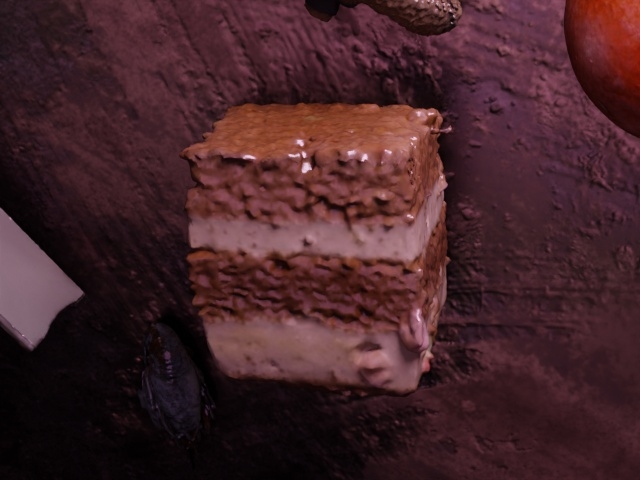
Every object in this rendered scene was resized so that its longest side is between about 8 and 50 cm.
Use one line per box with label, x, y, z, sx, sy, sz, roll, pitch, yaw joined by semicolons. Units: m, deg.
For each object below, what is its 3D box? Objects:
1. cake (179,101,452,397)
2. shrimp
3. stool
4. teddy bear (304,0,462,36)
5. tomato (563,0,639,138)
cake;0.000;0.000;1.334;0.282;0.256;0.290;3;109;13
shrimp;-0.188;0.211;1.567;0.090;0.079;0.233;-20;117;-20
stool;-0.493;0.077;1.528;0.243;0.170;0.270;-40;99;25
teddy bear;0.036;-0.306;1.267;0.251;0.129;0.182;16;113;6
tomato;0.373;-0.210;1.164;0.265;0.265;0.265;5;113;11
